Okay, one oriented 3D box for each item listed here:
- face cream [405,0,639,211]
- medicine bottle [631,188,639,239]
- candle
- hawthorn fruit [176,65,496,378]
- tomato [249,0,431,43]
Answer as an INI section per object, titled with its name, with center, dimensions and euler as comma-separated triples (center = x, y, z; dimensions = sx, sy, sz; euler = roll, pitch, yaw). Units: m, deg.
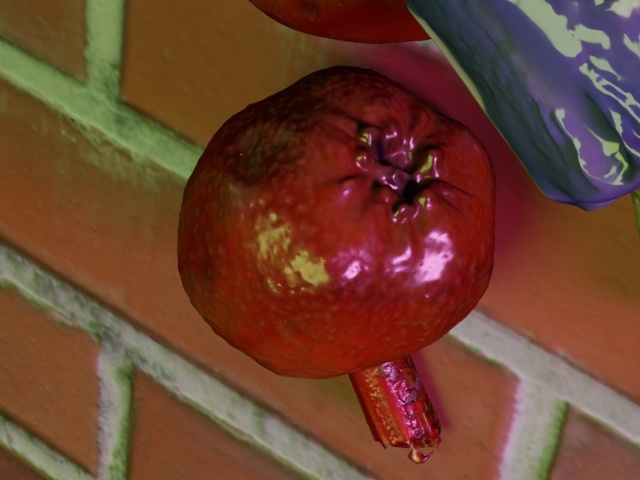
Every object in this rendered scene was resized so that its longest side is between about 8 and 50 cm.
[face cream]
center = 0.160, -0.168, 0.919
dimensions = 0.225, 0.249, 0.249
euler = 54, 140, -8
[medicine bottle]
center = 0.258, 0.003, 1.072
dimensions = 0.132, 0.088, 0.188
euler = 6, 121, 40
[candle]
center = 0.051, 0.110, 1.371
dimensions = 0.052, 0.052, 0.131
euler = -6, 114, 45
[hawthorn fruit]
center = 0.000, 0.000, 1.236
dimensions = 0.205, 0.205, 0.253
euler = 51, 148, 1
[tomato]
center = 0.006, -0.215, 1.143
dimensions = 0.228, 0.101, 0.228
euler = 22, 128, 31
